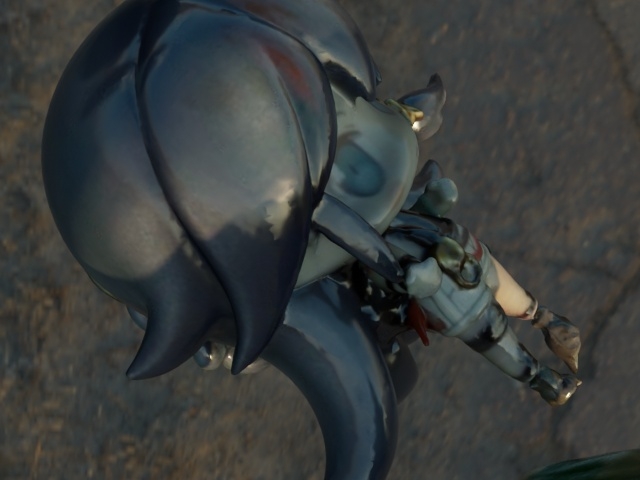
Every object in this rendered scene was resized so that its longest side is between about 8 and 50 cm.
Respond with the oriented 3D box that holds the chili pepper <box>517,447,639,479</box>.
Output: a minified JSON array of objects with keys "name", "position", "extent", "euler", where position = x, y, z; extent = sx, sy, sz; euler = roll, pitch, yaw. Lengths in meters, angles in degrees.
[{"name":"chili pepper","position":[0.125,0.165,0.688],"extent":[0.174,0.261,0.165],"euler":[-16,87,-52]}]

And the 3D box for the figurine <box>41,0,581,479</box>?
[{"name":"figurine","position":[-0.009,-0.004,0.794],"extent":[0.197,0.175,0.265],"euler":[-28,109,0]}]
